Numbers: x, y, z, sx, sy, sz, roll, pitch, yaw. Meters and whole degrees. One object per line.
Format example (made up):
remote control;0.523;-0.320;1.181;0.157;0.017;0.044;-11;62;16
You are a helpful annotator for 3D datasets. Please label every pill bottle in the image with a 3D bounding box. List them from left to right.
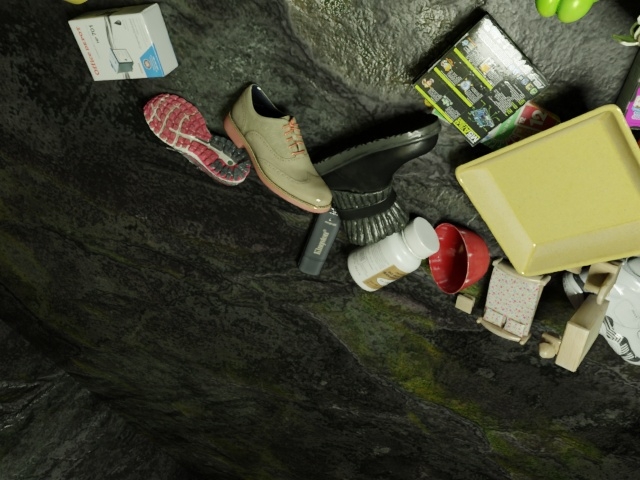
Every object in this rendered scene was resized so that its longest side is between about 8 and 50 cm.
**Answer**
pill bottle;0.194;0.035;1.255;0.131;0.131;0.229;41;129;-19

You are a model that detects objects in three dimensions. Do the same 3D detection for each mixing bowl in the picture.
mixing bowl;0.365;0.042;1.204;0.098;0.181;0.181;-5;135;-17

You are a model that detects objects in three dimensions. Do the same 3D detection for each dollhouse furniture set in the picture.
dollhouse furniture set;0.494;0.142;1.169;0.355;0.174;0.303;24;125;36

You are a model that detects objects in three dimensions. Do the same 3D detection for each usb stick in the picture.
usb stick;0.000;0.000;1.344;0.077;0.045;0.278;22;132;-1

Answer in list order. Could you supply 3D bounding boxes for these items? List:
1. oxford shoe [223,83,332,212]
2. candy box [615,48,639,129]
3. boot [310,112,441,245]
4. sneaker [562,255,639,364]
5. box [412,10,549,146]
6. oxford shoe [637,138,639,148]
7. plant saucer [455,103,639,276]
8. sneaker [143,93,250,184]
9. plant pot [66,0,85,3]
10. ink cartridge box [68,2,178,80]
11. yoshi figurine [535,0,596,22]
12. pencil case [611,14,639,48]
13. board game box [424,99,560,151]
oxford shoe;-0.087;-0.210;1.066;0.348;0.123;0.130;47;126;12
candy box;0.660;-0.315;0.845;0.159;0.071;0.233;9;133;10
boot;0.161;-0.135;1.113;0.348;0.131;0.260;-13;119;39
sneaker;0.805;0.172;1.178;0.366;0.137;0.210;40;132;-14
box;0.314;-0.313;0.933;0.190;0.045;0.184;38;128;-16
oxford shoe;0.657;-0.221;0.810;0.097;0.098;0.271;12;134;7
plant saucer;0.513;-0.096;0.993;0.333;0.081;0.333;-21;114;45
sneaker;-0.320;-0.242;1.192;0.299;0.121;0.112;42;160;-9
plant pot;-0.528;-0.557;0.981;0.134;0.134;0.095;-3;155;19
ink cartridge box;-0.444;-0.447;1.069;0.190;0.082;0.140;1;130;15
yoshi figurine;0.439;-0.516;0.695;0.203;0.203;0.362;5;123;-24
pencil case;0.605;-0.397;0.604;0.183;0.160;0.410;13;134;-14
board game box;0.361;-0.274;1.003;0.259;0.039;0.124;30;131;-5
